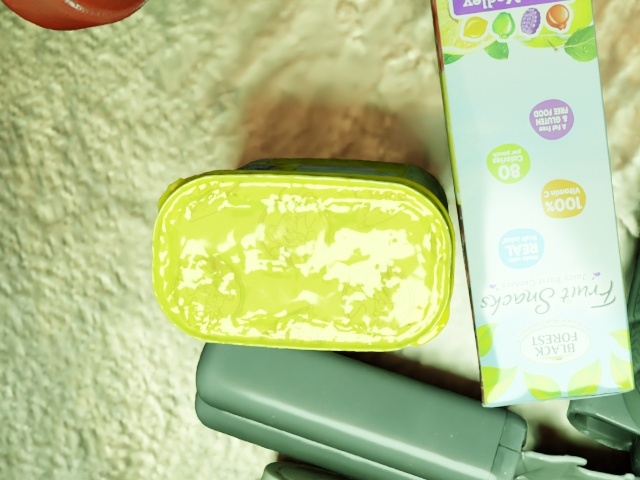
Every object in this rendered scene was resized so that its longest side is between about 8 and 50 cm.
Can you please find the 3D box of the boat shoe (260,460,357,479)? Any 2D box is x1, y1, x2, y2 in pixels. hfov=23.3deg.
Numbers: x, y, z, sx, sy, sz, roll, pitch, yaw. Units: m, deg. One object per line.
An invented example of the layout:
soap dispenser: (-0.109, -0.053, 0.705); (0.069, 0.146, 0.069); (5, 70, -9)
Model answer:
boat shoe: (0.078, 0.188, 0.772); (0.254, 0.095, 0.079); (19, 96, 4)

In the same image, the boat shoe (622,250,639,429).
boat shoe: (0.234, -0.051, 0.724); (0.103, 0.118, 0.320); (14, 91, -23)

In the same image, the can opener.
can opener: (0.081, 0.088, 0.785); (0.283, 0.076, 0.095); (18, 66, 4)

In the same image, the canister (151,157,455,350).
canister: (0.000, 0.000, 0.719); (0.126, 0.170, 0.073); (2, 97, 5)

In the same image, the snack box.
snack box: (0.093, -0.046, 0.703); (0.070, 0.174, 0.207); (-6, 97, 7)

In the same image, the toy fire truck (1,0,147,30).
toy fire truck: (-0.210, -0.208, 0.664); (0.169, 0.302, 0.254); (-3, 95, 38)
